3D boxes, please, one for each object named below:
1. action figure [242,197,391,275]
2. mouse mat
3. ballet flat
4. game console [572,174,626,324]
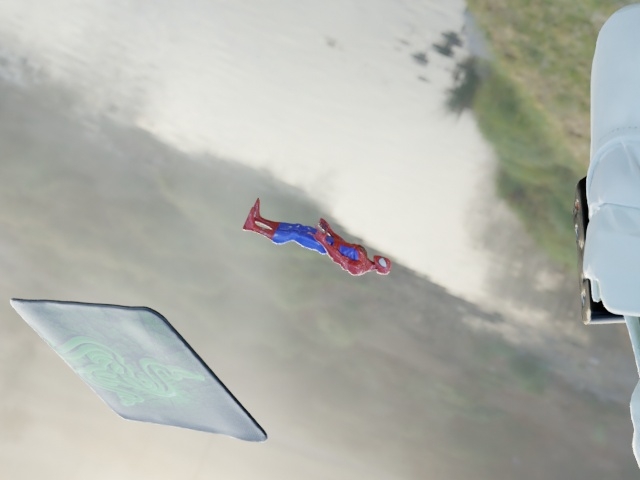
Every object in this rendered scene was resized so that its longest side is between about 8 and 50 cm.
[{"bbox_3d":[0.000,0.000,1.081,0.115,0.030,0.038,24,-164,0],"label":"action figure"},{"bbox_3d":[-0.138,0.096,1.069,0.189,0.007,0.153,2,139,46],"label":"mouse mat"},{"bbox_3d":[0.240,0.050,0.919,0.139,0.139,0.400,10,124,54],"label":"ballet flat"},{"bbox_3d":[0.324,0.106,1.143,0.213,0.362,0.044,-3,170,-2],"label":"game console"}]
